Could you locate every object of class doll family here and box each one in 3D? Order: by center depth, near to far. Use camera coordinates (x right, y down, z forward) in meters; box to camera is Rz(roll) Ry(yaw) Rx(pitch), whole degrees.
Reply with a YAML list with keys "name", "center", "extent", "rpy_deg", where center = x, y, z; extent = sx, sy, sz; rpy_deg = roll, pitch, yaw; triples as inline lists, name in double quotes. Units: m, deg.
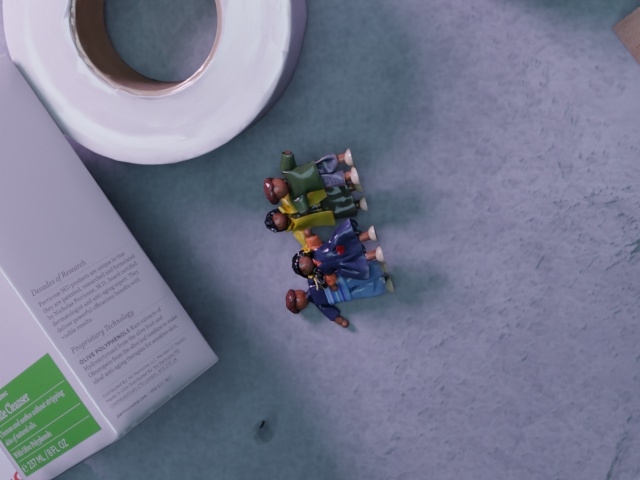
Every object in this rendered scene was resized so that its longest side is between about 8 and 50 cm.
- name: "doll family"
  center: [0.000, 0.000, 1.302]
  extent: [0.111, 0.076, 0.193]
  rpy_deg: [-18, 96, 2]

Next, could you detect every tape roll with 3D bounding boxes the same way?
- name: "tape roll"
  center: [-0.160, -0.218, 1.271]
  extent: [0.286, 0.100, 0.286]
  rpy_deg: [2, 102, 7]

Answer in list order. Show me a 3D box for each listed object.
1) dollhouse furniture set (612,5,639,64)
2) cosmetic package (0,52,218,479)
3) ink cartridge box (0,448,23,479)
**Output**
- name: "dollhouse furniture set"
  center: [0.405, -0.210, 1.266]
  extent: [0.151, 0.123, 0.144]
  rpy_deg: [-37, 90, -27]
- name: "cosmetic package"
  center: [-0.292, 0.032, 1.259]
  extent: [0.366, 0.155, 0.197]
  rpy_deg: [53, 136, -1]
- name: "ink cartridge box"
  center: [-0.388, 0.225, 1.352]
  extent: [0.208, 0.087, 0.153]
  rpy_deg: [38, 97, 3]
